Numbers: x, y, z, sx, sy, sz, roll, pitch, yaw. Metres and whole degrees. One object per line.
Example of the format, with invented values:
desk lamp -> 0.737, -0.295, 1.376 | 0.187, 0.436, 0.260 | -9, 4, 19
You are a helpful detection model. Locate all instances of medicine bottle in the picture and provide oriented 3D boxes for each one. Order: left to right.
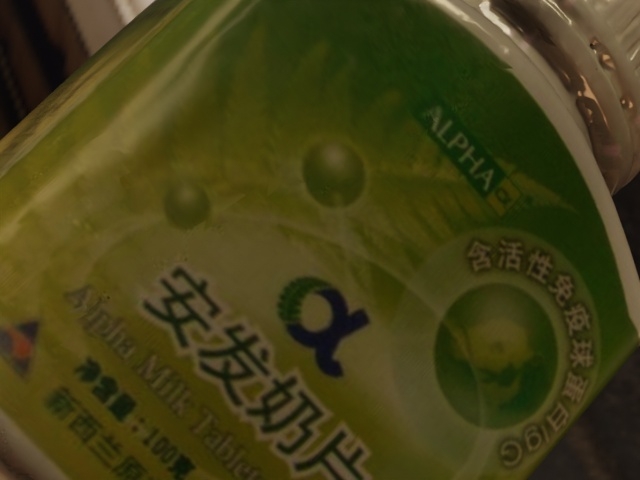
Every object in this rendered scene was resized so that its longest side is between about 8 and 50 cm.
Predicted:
medicine bottle -> 0.000, 0.000, 0.388 | 0.188, 0.132, 0.088 | -47, -168, -20
